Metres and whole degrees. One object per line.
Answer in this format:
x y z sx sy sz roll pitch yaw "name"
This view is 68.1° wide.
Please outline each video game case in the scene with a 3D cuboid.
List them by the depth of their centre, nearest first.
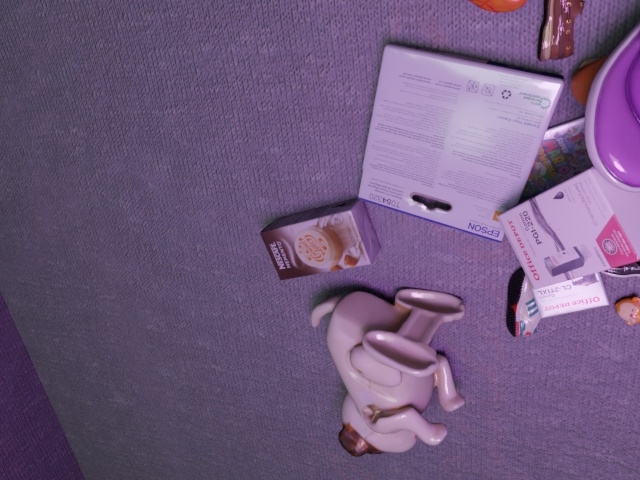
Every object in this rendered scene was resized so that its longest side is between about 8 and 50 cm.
0.456 -0.161 0.917 0.167 0.015 0.119 -17 106 28 "video game case"

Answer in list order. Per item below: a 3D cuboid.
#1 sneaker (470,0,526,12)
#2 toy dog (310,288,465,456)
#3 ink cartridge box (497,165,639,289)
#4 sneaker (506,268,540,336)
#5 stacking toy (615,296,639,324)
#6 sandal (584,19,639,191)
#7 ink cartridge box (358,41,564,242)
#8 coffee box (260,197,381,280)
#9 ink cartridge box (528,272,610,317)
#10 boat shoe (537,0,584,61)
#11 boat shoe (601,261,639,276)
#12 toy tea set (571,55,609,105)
0.274 -0.443 0.826 0.175 0.067 0.064 23 119 9 "sneaker"
0.144 0.348 1.146 0.396 0.284 0.407 8 119 20 "toy dog"
0.432 -0.020 0.805 0.158 0.092 0.218 67 158 9 "ink cartridge box"
0.460 0.136 1.046 0.076 0.057 0.161 -2 107 -5 "sneaker"
0.734 0.166 0.899 0.302 0.166 0.175 14 124 33 "stacking toy"
0.518 -0.268 0.674 0.170 0.102 0.416 29 88 5 "sandal"
0.256 -0.193 0.947 0.325 0.071 0.329 20 125 17 "ink cartridge box"
0.000 0.000 1.138 0.247 0.098 0.141 -13 108 28 "coffee box"
0.479 0.054 0.944 0.128 0.072 0.174 -19 86 25 "ink cartridge box"
0.410 -0.396 0.797 0.060 0.064 0.177 4 122 16 "boat shoe"
0.617 0.051 0.934 0.125 0.046 0.038 6 116 17 "boat shoe"
0.551 -0.167 0.821 0.200 0.124 0.335 -19 88 -5 "toy tea set"
